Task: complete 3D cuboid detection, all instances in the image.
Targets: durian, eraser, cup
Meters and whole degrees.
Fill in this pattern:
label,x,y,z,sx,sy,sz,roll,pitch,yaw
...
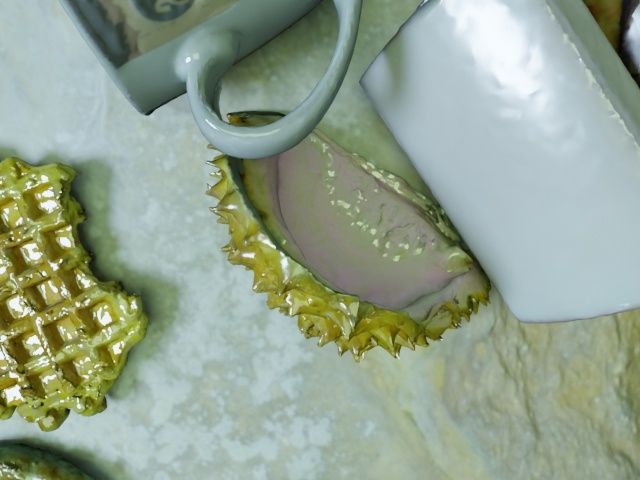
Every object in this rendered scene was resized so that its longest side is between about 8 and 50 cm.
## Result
label,x,y,z,sx,sy,sz,roll,pitch,yaw
durian,0.008,0.010,0.399,0.305,0.195,0.185,42,102,-8
eraser,0.164,-0.071,0.386,0.095,0.174,0.270,-33,90,-33
cup,-0.058,-0.214,0.341,0.257,0.227,0.301,-28,84,-4

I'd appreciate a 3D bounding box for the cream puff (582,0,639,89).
label,x,y,z,sx,sy,sz,roll,pitch,yaw
cream puff,0.309,-0.180,0.388,0.240,0.164,0.240,-3,111,-8

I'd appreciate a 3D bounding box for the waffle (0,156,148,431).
label,x,y,z,sx,sy,sz,roll,pitch,yaw
waffle,-0.297,0.054,0.468,0.291,0.051,0.291,0,97,0

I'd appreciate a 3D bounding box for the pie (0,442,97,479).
label,x,y,z,sx,sy,sz,roll,pitch,yaw
pie,-0.319,0.327,0.505,0.241,0.054,0.240,0,96,0
